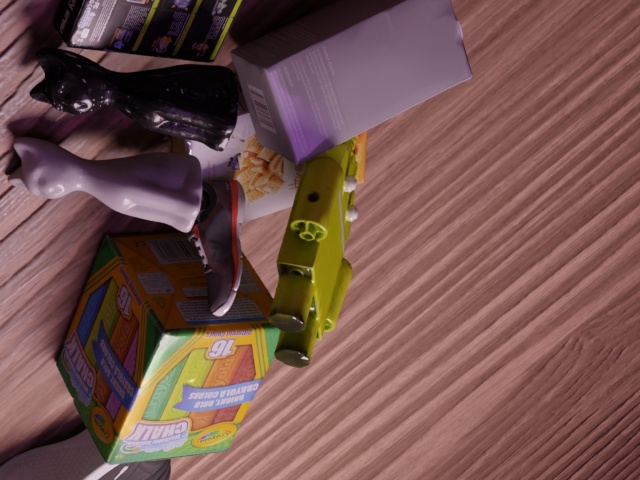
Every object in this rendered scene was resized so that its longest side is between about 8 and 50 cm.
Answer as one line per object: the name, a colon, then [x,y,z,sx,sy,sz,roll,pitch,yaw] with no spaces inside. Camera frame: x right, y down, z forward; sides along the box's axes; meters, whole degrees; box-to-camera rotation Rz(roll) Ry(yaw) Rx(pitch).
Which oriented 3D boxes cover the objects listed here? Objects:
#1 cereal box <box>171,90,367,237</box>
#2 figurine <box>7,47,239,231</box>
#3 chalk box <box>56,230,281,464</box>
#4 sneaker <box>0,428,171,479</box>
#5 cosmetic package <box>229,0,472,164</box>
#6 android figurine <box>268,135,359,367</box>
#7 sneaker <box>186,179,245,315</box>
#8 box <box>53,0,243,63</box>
cereal box: [-0.058,-0.107,1.789,0.240,0.047,0.173,-20,139,-20]
figurine: [-0.216,-0.108,1.607,0.209,0.092,0.215,10,136,-18]
chalk box: [-0.194,0.152,1.856,0.180,0.179,0.289,-3,133,-35]
sneaker: [-0.318,0.331,2.016,0.295,0.104,0.147,-28,138,-17]
cosmetic package: [0.037,-0.196,1.685,0.238,0.107,0.127,-27,118,-19]
android figurine: [0.000,0.000,1.735,0.056,0.273,0.248,11,148,11]
sneaker: [-0.126,0.007,1.731,0.064,0.158,0.061,7,168,-22]
box: [-0.153,-0.273,1.536,0.184,0.045,0.191,-1,131,-40]
